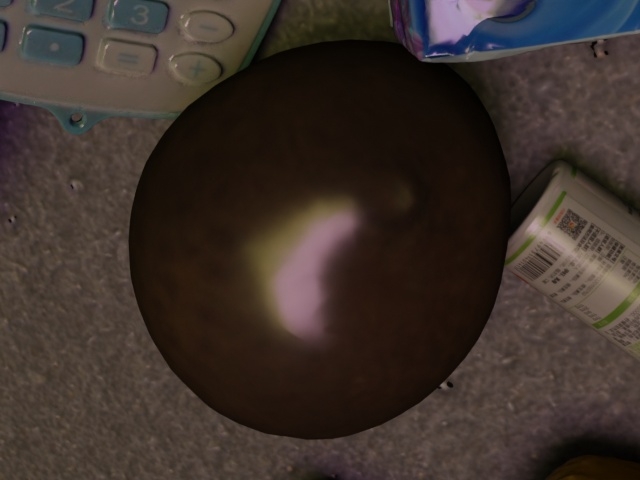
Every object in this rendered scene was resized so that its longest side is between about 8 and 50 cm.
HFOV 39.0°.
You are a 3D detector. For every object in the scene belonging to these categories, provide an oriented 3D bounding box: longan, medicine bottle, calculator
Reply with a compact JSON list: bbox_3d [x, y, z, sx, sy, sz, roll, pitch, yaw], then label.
[{"bbox_3d":[0.000,0.000,0.584,0.258,0.258,0.258,6,113,13],"label":"longan"},{"bbox_3d":[0.214,0.028,0.626,0.183,0.086,0.086,36,117,-1],"label":"medicine bottle"},{"bbox_3d":[-0.116,-0.241,0.553,0.256,0.054,0.386,4,118,-30],"label":"calculator"}]

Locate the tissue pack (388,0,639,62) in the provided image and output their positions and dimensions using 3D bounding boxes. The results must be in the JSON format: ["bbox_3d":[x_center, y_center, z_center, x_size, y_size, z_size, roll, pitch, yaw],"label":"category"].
[{"bbox_3d":[0.125,-0.245,0.486,0.198,0.146,0.263,-8,112,1],"label":"tissue pack"}]

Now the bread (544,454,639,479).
[{"bbox_3d":[0.230,0.259,0.666,0.197,0.197,0.170,31,124,2],"label":"bread"}]
